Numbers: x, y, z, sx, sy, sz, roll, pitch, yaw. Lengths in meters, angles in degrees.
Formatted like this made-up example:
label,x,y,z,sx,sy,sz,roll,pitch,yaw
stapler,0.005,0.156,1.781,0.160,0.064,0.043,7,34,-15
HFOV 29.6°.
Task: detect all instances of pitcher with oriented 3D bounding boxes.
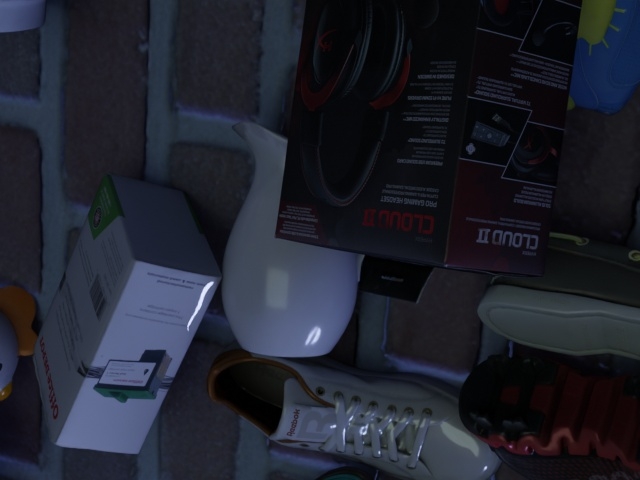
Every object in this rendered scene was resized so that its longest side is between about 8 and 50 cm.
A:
label,x,y,z,sx,sy,sz,roll,pitch,yaw
pitcher,0.000,0.000,1.106,0.177,0.125,0.207,4,95,5

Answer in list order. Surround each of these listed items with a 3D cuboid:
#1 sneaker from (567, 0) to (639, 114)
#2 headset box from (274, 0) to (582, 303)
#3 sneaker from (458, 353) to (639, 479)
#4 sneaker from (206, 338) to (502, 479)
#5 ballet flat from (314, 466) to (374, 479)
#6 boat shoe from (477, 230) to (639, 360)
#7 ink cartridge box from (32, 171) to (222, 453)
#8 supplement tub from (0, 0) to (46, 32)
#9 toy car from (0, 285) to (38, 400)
label,x,y,z,sx,sy,sz,roll,pitch,yaw
sneaker,0.239,-0.212,0.975,0.126,0.091,0.240,18,101,-16
headset box,0.080,-0.099,0.952,0.218,0.110,0.293,11,93,53
sneaker,0.259,0.173,1.030,0.276,0.098,0.135,6,146,33
sneaker,0.025,0.174,1.133,0.290,0.123,0.106,17,108,16
ballet flat,0.003,0.282,1.198,0.074,0.074,0.203,43,121,6
boat shoe,0.288,0.054,1.002,0.305,0.109,0.091,11,63,20
ink cartridge box,-0.193,0.072,1.167,0.092,0.160,0.219,13,118,-28
supplement tub,-0.340,-0.365,1.068,0.241,0.241,0.331,12,109,19
toy car,-0.383,0.154,1.280,0.238,0.219,0.210,-43,85,-3
